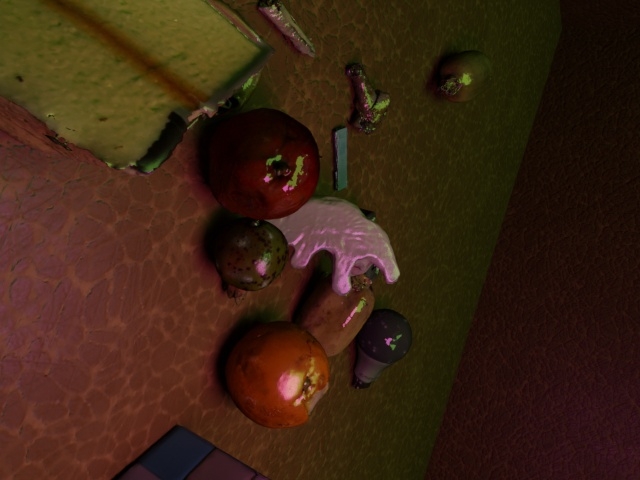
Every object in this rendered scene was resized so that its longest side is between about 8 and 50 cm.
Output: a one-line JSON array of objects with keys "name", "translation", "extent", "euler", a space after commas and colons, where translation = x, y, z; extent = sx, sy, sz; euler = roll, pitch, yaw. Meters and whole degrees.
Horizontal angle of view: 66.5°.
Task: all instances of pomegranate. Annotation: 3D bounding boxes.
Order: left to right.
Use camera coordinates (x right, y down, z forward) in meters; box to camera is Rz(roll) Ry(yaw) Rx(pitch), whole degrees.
[{"name": "pomegranate", "translation": [-0.150, 0.044, 1.005], "extent": [0.159, 0.159, 0.205], "euler": [-26, 148, -50]}]

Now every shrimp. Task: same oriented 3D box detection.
[{"name": "shrimp", "translation": [-0.185, -0.280, 0.904], "extent": [0.287, 0.063, 0.152], "euler": [-62, 156, -21]}]

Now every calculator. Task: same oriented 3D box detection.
[{"name": "calculator", "translation": [0.054, -0.219, 1.315], "extent": [0.057, 0.018, 0.172], "euler": [-33, 128, -45]}]

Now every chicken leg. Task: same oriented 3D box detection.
[{"name": "chicken leg", "translation": [0.129, -0.380, 1.314], "extent": [0.125, 0.080, 0.196], "euler": [-27, 124, -34]}]

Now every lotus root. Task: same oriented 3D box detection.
[{"name": "lotus root", "translation": [0.029, 0.202, 1.297], "extent": [0.284, 0.160, 0.146], "euler": [-53, 156, 11]}, {"name": "lotus root", "translation": [0.508, -0.578, 1.732], "extent": [0.343, 0.152, 0.169], "euler": [-38, 131, -47]}]

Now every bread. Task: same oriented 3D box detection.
[{"name": "bread", "translation": [-0.299, -0.288, 0.584], "extent": [0.345, 0.242, 0.405], "euler": [-63, 149, -23]}]

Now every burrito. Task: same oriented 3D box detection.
[{"name": "burrito", "translation": [-0.064, -0.446, 1.033], "extent": [0.185, 0.041, 0.045], "euler": [31, 35, -55]}]

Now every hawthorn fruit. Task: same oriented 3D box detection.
[{"name": "hawthorn fruit", "translation": [-0.095, -0.135, 0.911], "extent": [0.224, 0.261, 0.224], "euler": [-6, 105, -23]}]

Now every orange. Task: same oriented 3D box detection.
[{"name": "orange", "translation": [-0.094, 0.302, 1.113], "extent": [0.240, 0.240, 0.240], "euler": [-27, 124, -49]}]

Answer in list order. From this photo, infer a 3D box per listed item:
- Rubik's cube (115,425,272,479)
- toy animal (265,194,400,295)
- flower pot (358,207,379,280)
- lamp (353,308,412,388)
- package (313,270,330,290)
[{"name": "Rubik's cube", "translation": [-0.245, 0.634, 0.904], "extent": [0.346, 0.347, 0.344], "euler": [-34, 128, -45]}, {"name": "toy animal", "translation": [0.000, 0.000, 1.190], "extent": [0.308, 0.188, 0.266], "euler": [-18, 107, -3]}, {"name": "flower pot", "translation": [0.099, 0.016, 1.396], "extent": [0.103, 0.108, 0.229], "euler": [-44, 135, -37]}, {"name": "lamp", "translation": [0.177, 0.372, 1.623], "extent": [0.182, 0.182, 0.314], "euler": [17, 107, -57]}, {"name": "package", "translation": [0.031, 0.155, 1.402], "extent": [0.071, 0.047, 0.131], "euler": [-53, 143, -26]}]
